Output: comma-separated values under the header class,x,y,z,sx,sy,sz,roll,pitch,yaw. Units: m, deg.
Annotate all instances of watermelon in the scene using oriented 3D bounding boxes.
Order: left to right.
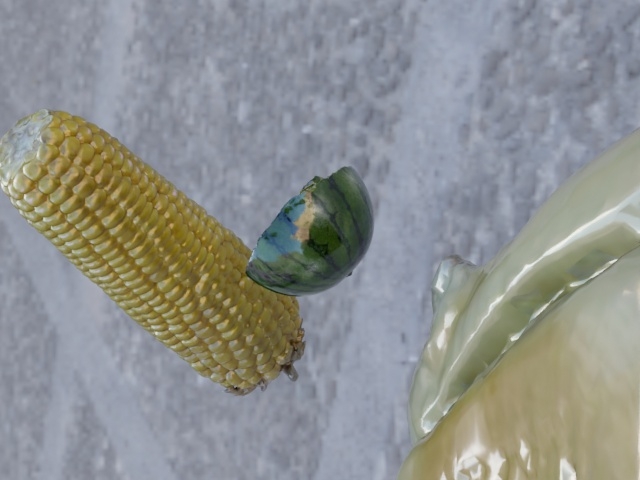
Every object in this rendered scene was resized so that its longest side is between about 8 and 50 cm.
class,x,y,z,sx,sy,sz,roll,pitch,yaw
watermelon,0.000,0.000,0.909,0.062,0.105,0.105,42,137,8

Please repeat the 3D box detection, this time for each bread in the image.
class,x,y,z,sx,sy,sz,roll,pitch,yaw
bread,0.191,0.136,0.621,0.376,0.252,0.348,118,161,-56

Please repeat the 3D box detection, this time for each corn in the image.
class,x,y,z,sx,sy,sz,roll,pitch,yaw
corn,-0.124,0.010,1.016,0.106,0.305,0.106,-26,40,25
